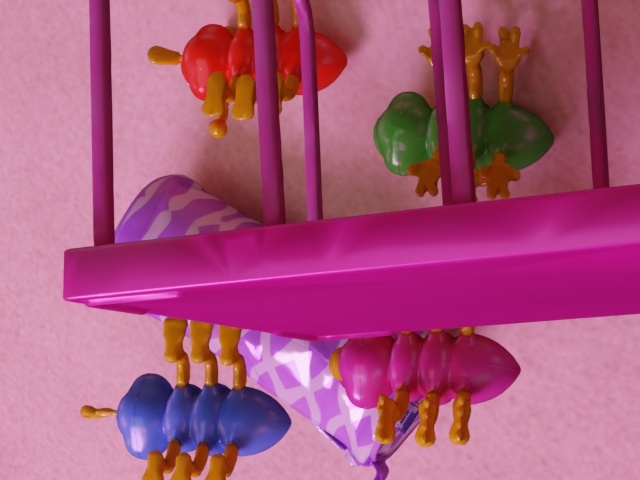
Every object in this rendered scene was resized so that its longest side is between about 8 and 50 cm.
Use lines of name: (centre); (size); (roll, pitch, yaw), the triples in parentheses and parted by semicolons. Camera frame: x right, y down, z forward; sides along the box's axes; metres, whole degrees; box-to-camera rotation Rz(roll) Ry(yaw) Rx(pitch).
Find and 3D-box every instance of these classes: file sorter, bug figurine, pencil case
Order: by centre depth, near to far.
file sorter: (0.080, -0.068, 0.574); (0.291, 0.202, 0.182); (-6, 81, 24)
bug figurine: (0.000, 0.000, 0.762); (0.216, 0.072, 0.279); (5, 75, 17)
pencil case: (-0.024, 0.045, 0.838); (0.206, 0.086, 0.088); (33, 100, 19)
